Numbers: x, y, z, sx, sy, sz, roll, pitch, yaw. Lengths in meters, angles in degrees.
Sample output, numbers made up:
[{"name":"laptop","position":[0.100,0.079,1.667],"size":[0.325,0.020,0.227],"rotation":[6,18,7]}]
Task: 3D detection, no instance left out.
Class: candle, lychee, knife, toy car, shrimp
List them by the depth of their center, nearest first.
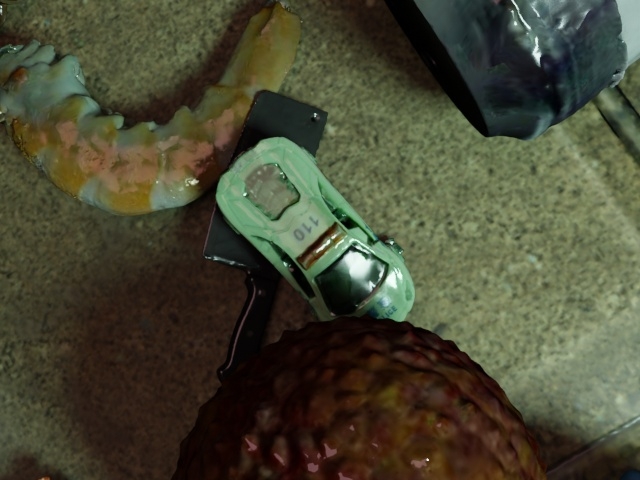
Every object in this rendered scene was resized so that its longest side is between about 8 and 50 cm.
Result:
[{"name":"lychee","position":[0.022,0.181,0.517],"size":[0.261,0.260,0.260],"rotation":[-2,80,12]},{"name":"candle","position":[0.202,-0.241,0.560],"size":[0.342,0.221,0.221],"rotation":[-36,75,3]},{"name":"toy car","position":[0.000,0.000,0.628],"size":[0.093,0.058,0.186],"rotation":[-42,92,-2]},{"name":"knife","position":[-0.058,-0.001,0.662],"size":[0.072,0.019,0.245],"rotation":[17,83,-16]},{"name":"shrimp","position":[-0.143,-0.116,0.689],"size":[0.287,0.068,0.185],"rotation":[-18,80,6]}]

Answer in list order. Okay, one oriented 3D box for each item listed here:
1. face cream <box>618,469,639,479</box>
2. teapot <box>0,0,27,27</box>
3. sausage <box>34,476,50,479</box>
[{"name":"face cream","position":[0.192,0.288,0.522],"size":[0.149,0.083,0.264],"rotation":[26,85,-23]},{"name":"teapot","position":[-0.306,-0.255,0.749],"size":[0.068,0.076,0.121],"rotation":[24,116,25]},{"name":"sausage","position":[-0.183,0.297,0.623],"size":[0.071,0.071,0.234],"rotation":[-26,76,6]}]
